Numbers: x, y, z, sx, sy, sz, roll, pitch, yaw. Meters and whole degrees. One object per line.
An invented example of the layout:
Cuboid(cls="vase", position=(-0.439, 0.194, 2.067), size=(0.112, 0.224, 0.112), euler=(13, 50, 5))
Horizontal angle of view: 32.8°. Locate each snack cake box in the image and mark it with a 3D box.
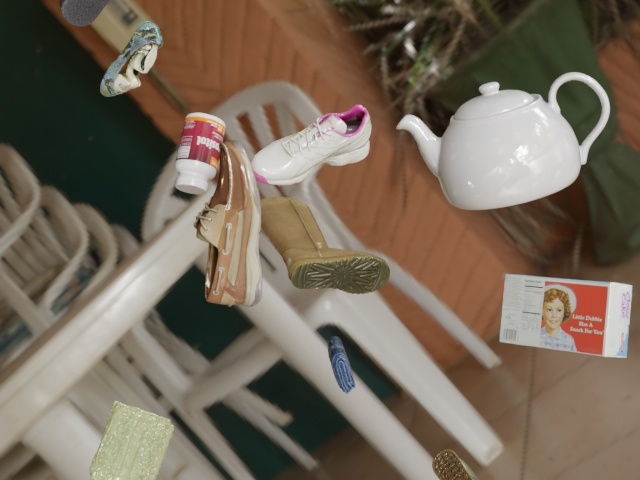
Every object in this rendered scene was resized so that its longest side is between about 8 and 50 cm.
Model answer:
Cuboid(cls="snack cake box", position=(0.510, 0.154, 2.278), size=(0.089, 0.152, 0.264), euler=(8, -2, -44))

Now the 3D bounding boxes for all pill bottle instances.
Cuboid(cls="pill bottle", position=(-0.246, -0.174, 2.196), size=(0.086, 0.086, 0.152), euler=(155, 127, -66))

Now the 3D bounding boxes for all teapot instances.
Cuboid(cls="teapot", position=(0.305, -0.171, 1.792), size=(0.256, 0.187, 0.252), euler=(-23, 16, -31))

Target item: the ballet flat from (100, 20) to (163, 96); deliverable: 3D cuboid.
Cuboid(cls="ballet flat", position=(-0.357, -0.327, 2.060), size=(0.188, 0.070, 0.070), euler=(-51, 1, 33))

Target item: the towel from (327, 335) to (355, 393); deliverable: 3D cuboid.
Cuboid(cls="towel", position=(0.031, 0.199, 1.759), size=(0.029, 0.067, 0.119), euler=(-19, 11, 0))

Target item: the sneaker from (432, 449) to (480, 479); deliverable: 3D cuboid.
Cuboid(cls="sneaker", position=(0.246, 0.422, 1.722), size=(0.064, 0.086, 0.192), euler=(-36, 44, 8))

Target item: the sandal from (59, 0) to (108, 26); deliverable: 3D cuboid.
Cuboid(cls="sandal", position=(-0.396, -0.511, 2.041), size=(0.254, 0.097, 0.054), euler=(-37, 44, 13))

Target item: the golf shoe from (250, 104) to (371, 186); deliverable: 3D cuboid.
Cuboid(cls="golf shoe", position=(-0.020, -0.216, 2.374), size=(0.306, 0.115, 0.140), euler=(-22, -30, -28))

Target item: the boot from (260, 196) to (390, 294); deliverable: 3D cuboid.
Cuboid(cls="boot", position=(0.000, 0.000, 2.317), size=(0.269, 0.236, 0.089), euler=(-121, 43, -53))

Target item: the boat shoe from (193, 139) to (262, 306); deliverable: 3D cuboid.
Cuboid(cls="boat shoe", position=(-0.178, -0.026, 2.058), size=(0.116, 0.325, 0.123), euler=(-5, 10, -15))

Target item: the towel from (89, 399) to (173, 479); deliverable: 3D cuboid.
Cuboid(cls="towel", position=(-0.300, 0.333, 1.734), size=(0.027, 0.110, 0.148), euler=(124, 164, -47))
